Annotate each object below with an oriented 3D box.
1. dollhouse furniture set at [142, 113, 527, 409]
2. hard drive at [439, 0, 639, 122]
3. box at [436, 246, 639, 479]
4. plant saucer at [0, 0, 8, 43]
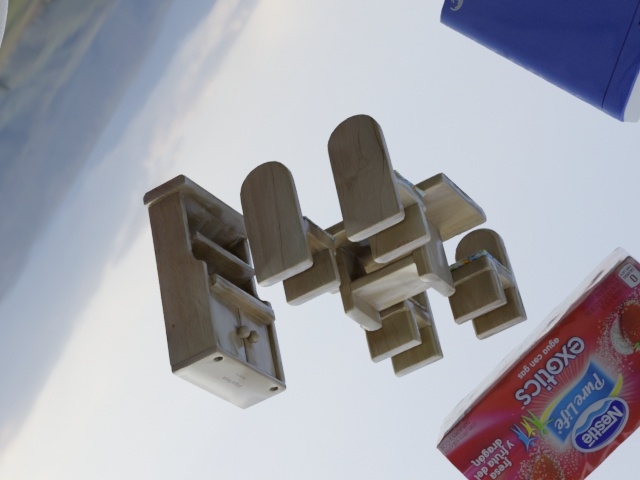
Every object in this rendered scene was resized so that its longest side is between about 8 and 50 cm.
[{"bbox_3d":[0.000,0.000,1.118,0.242,0.212,0.161,-26,-124,21],"label":"dollhouse furniture set"},{"bbox_3d":[0.279,-0.294,1.691,0.318,0.040,0.210,38,-61,44],"label":"hard drive"},{"bbox_3d":[0.240,0.138,1.387,0.257,0.122,0.128,-46,178,8],"label":"box"},{"bbox_3d":[-0.332,-0.154,1.072,0.332,0.084,0.332,-59,163,-30],"label":"plant saucer"}]
